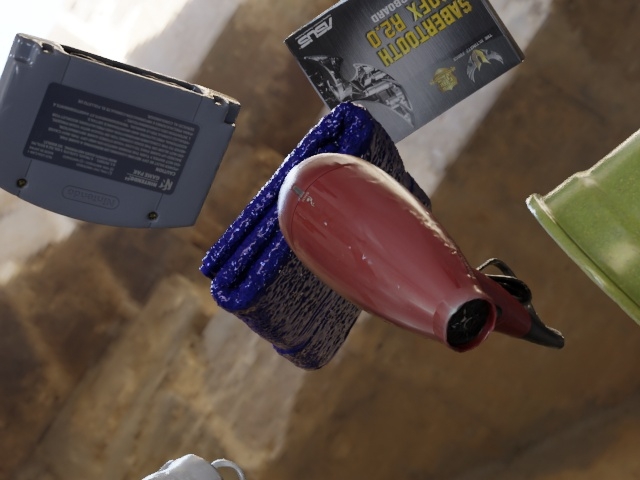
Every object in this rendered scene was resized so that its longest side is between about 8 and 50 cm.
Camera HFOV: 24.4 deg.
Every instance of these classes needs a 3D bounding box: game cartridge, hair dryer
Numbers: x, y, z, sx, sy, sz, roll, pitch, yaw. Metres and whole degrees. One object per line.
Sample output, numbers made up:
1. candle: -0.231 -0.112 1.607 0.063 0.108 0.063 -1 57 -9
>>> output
1. game cartridge: -0.262 -0.119 1.794 0.297 0.198 0.062 15 -158 -31
2. hair dryer: 0.077 0.010 0.965 0.224 0.080 0.293 25 -169 1

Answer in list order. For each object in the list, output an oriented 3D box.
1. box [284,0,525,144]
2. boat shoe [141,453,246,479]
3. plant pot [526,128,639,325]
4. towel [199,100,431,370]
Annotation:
1. box: 0.101 -0.231 1.784 0.183 0.231 0.056 57 -162 -4
2. boat shoe: -0.123 0.270 1.341 0.136 0.156 0.367 46 159 17
3. plant pot: 0.373 -0.036 1.351 0.276 0.254 0.276 39 -168 -10
4. towel: 0.000 0.000 1.443 0.076 0.227 0.308 33 175 20
